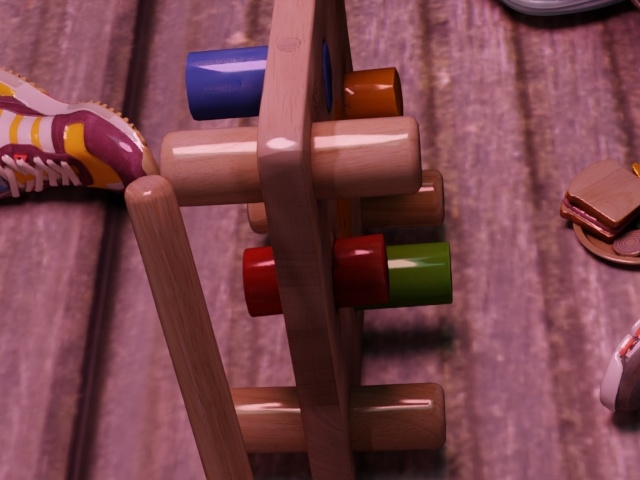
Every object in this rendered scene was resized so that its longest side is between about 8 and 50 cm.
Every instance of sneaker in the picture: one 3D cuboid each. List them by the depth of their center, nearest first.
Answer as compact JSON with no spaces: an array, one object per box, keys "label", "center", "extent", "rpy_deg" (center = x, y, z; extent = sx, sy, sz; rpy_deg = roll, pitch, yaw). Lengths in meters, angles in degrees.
[{"label":"sneaker","center":[0.227,0.058,0.902],"extent":[0.158,0.061,0.065],"rpy_deg":[-27,51,-19]},{"label":"sneaker","center":[-0.189,-0.054,1.097],"extent":[0.185,0.070,0.084],"rpy_deg":[21,58,37]}]

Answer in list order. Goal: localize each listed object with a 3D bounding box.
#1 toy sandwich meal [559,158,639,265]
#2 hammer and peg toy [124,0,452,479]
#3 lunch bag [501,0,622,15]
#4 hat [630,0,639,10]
[{"label":"toy sandwich meal","center":[0.194,-0.019,1.013],"extent":[0.085,0.029,0.086],"rpy_deg":[-5,42,4]},{"label":"hammer and peg toy","center":[0.000,0.000,0.848],"extent":[0.127,0.266,0.361],"rpy_deg":[-3,41,7]},{"label":"lunch bag","center":[0.196,-0.285,1.249],"extent":[0.224,0.108,0.279],"rpy_deg":[-17,44,-18]},{"label":"hat","center":[0.355,-0.239,1.069],"extent":[0.331,0.134,0.331],"rpy_deg":[2,63,-5]}]
